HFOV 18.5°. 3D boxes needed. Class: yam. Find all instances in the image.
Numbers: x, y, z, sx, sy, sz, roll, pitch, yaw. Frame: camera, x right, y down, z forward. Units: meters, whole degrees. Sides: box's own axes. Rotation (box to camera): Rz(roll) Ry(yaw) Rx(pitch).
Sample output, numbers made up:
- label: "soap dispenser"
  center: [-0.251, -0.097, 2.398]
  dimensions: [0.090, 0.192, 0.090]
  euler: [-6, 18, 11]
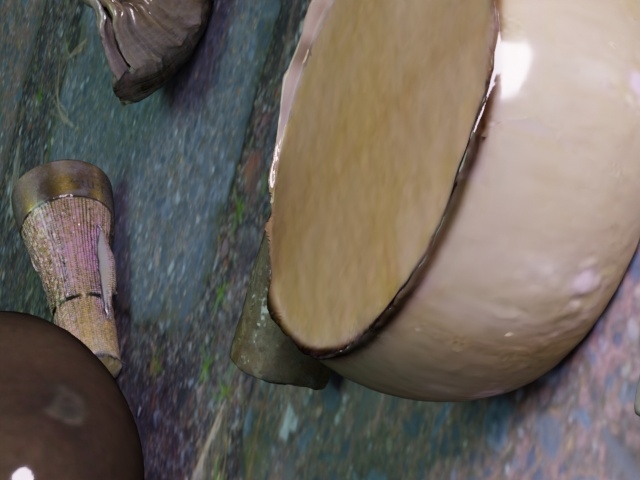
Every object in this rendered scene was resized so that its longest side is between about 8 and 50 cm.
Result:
- label: "yam"
  center: [0.000, 0.000, 1.134]
  dimensions: [0.068, 0.068, 0.169]
  euler: [-132, 55, -63]

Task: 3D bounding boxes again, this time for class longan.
- label: "longan"
  center: [-0.228, 0.167, 1.378]
  dimensions: [0.248, 0.248, 0.248]
  euler: [-44, 39, 52]

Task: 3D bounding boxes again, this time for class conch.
- label: "conch"
  center: [-0.149, -0.179, 1.494]
  dimensions: [0.207, 0.130, 0.155]
  euler: [121, 168, -67]

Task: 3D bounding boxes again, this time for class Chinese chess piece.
- label: "Chinese chess piece"
  center: [0.064, -0.049, 0.959]
  dimensions: [0.257, 0.104, 0.257]
  euler: [-42, 41, 53]

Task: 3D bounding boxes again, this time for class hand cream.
- label: "hand cream"
  center: [-0.196, 0.031, 1.560]
  dimensions: [0.084, 0.084, 0.203]
  euler: [-57, 35, 39]

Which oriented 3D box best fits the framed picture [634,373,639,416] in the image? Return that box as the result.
- label: "framed picture"
  center: [0.216, -0.077, 0.731]
  dimensions: [0.240, 0.020, 0.324]
  euler: [0, 78, 67]
